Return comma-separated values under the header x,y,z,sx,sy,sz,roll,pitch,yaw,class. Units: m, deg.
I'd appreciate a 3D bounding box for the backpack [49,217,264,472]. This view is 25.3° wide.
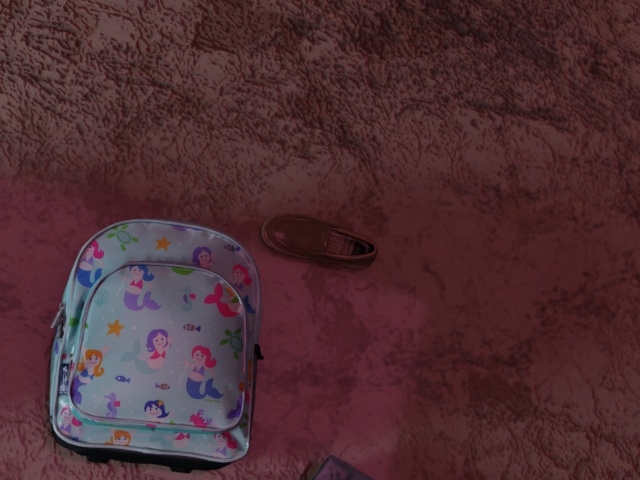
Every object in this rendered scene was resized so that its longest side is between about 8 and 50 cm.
x,y,z,sx,sy,sz,roll,pitch,yaw,class
-0.170,0.102,1.500,0.225,0.191,0.253,8,72,-10,backpack

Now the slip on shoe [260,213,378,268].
x,y,z,sx,sy,sz,roll,pitch,yaw,class
0.000,0.000,1.626,0.135,0.041,0.051,19,75,-8,slip on shoe

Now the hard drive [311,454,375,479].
x,y,z,sx,sy,sz,roll,pitch,yaw,class
0.064,0.372,1.555,0.255,0.054,0.172,37,73,-3,hard drive
